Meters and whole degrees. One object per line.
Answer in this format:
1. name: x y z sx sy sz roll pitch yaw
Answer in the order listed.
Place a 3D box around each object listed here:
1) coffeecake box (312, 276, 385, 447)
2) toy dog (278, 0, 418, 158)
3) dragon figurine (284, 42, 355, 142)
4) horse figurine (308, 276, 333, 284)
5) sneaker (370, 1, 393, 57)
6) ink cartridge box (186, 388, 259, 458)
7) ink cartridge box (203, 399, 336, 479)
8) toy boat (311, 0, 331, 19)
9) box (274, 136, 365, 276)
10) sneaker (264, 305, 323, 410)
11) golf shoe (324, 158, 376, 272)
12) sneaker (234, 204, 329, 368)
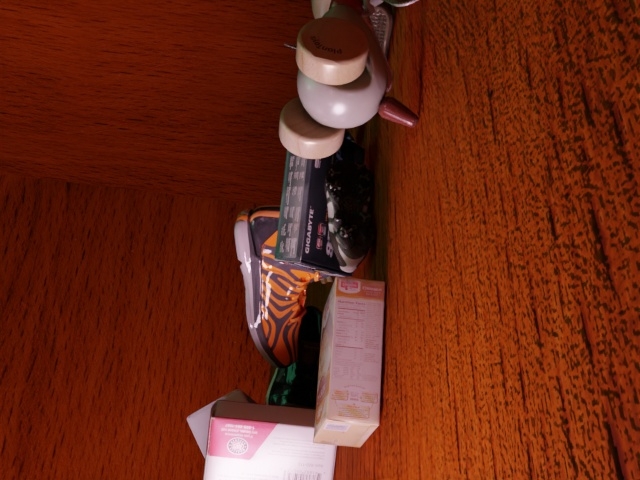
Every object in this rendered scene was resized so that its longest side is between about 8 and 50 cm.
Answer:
1. coffeecake box: 0.036 0.160 1.102 0.142 0.068 0.185 106 170 -65
2. toy dog: 0.069 -0.244 1.059 0.220 0.161 0.333 104 -174 -72
3. dragon figurine: 0.005 -0.209 1.504 0.144 0.085 0.289 -78 -25 -70
4. horse figurine: 0.000 0.000 1.711 0.263 0.066 0.174 142 129 -79
5. sneaker: 0.079 -0.281 1.314 0.071 0.066 0.188 -62 -10 -55
6. ink cartridge box: -0.134 0.414 1.621 0.201 0.117 0.278 60 176 19
7. ink cartridge box: -0.092 0.422 1.397 0.117 0.207 0.282 -138 55 -85
8. toy boat: 0.055 -0.540 1.507 0.267 0.148 0.318 96 171 -68
9. box: 0.003 -0.061 1.351 0.175 0.051 0.220 19 -105 -59
10. sneaker: -0.042 0.256 1.662 0.124 0.107 0.283 112 164 -50
11. golf shoe: 0.038 -0.040 1.286 0.094 0.077 0.198 102 174 -46
12. sneaker: -0.040 0.089 1.546 0.124 0.180 0.321 -61 -36 -62
